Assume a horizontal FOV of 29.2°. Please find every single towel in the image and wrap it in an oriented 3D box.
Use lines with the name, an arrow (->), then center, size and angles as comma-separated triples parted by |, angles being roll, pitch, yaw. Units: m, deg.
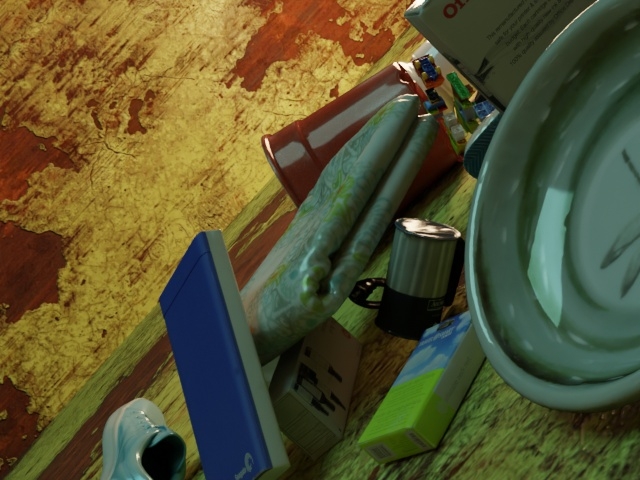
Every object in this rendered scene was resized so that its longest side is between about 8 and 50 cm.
towel -> 0.000, 0.000, 1.666 | 0.374, 0.090, 0.320 | -60, 8, -33

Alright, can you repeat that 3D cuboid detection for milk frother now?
milk frother -> 0.101, 0.036, 1.551 | 0.129, 0.143, 0.135 | -24, -52, -65

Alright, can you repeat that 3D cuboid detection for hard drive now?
hard drive -> -0.132, 0.175, 1.594 | 0.040, 0.319, 0.210 | -6, -25, -27

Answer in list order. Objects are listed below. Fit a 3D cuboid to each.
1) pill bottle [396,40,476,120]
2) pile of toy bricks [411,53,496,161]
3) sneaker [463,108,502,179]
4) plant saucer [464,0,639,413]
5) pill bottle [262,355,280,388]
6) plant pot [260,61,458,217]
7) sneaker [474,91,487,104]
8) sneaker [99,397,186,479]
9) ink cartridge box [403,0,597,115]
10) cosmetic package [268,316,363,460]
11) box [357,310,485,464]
pill bottle -> 0.152, -0.237, 2.344 | 0.283, 0.161, 0.161 | -45, 11, 11
pile of toy bricks -> 0.229, -0.215, 1.979 | 0.118, 0.105, 0.212 | -22, 49, -1
sneaker -> 0.299, -0.189, 1.826 | 0.228, 0.087, 0.092 | -42, 10, 15
plant saucer -> 0.284, -0.036, 1.089 | 0.400, 0.100, 0.401 | -40, 40, 46
pill bottle -> -0.121, 0.183, 1.972 | 0.136, 0.136, 0.245 | -51, 11, -18
plant pot -> 0.085, -0.148, 2.101 | 0.265, 0.272, 0.272 | -36, 13, 12
sneaker -> 0.344, -0.265, 1.958 | 0.283, 0.107, 0.124 | -34, 31, 62
sneaker -> -0.268, 0.353, 2.002 | 0.150, 0.135, 0.366 | -36, 22, 13
ink cartridge box -> 0.288, -0.281, 1.651 | 0.211, 0.289, 0.121 | -46, 11, 2
cosmetic package -> -0.006, 0.183, 1.645 | 0.060, 0.099, 0.239 | -40, 13, 23
box -> 0.121, 0.162, 1.373 | 0.109, 0.042, 0.178 | -31, 19, 53
